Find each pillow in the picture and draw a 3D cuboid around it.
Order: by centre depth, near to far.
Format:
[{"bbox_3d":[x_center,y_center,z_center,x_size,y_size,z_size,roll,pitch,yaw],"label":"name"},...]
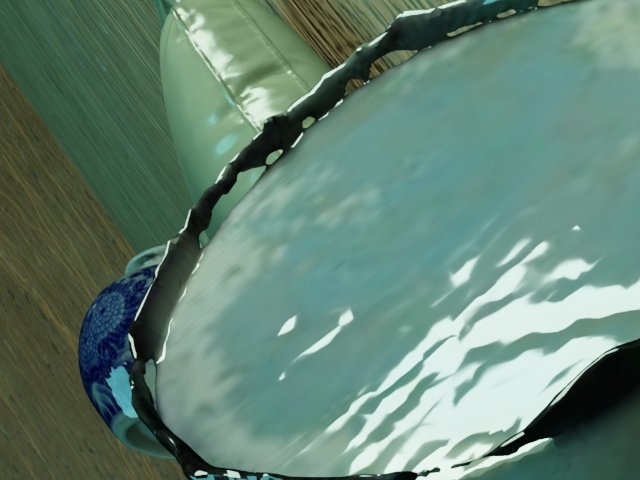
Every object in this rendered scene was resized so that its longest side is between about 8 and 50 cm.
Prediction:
[{"bbox_3d":[0.000,0.000,0.912,0.255,0.120,0.322,51,168,22],"label":"pillow"}]

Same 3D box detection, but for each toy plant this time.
[{"bbox_3d":[0.114,0.097,0.508,0.332,0.247,0.247,54,171,-30],"label":"toy plant"}]

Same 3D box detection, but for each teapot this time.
[{"bbox_3d":[-0.154,0.103,1.663,0.424,0.252,0.280,119,155,-57],"label":"teapot"}]

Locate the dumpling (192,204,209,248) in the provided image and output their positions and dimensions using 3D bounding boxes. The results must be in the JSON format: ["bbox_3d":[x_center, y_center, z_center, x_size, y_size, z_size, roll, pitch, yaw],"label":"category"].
[{"bbox_3d":[-0.035,0.019,1.168,0.150,0.092,0.176,20,153,35],"label":"dumpling"}]

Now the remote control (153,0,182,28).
[{"bbox_3d":[-0.073,-0.102,1.171,0.123,0.038,0.285,48,165,30],"label":"remote control"}]
